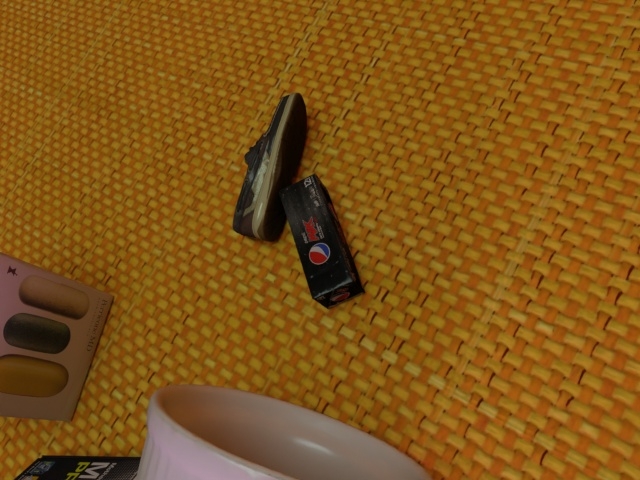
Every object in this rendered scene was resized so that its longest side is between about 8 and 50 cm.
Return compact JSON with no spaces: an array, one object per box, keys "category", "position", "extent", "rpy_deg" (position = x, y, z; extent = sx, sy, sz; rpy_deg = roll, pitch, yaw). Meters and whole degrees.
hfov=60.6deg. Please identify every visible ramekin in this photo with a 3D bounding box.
[{"category":"ramekin","position":[-0.044,0.246,0.517],"extent":[0.277,0.277,0.135],"rpy_deg":[15,83,27]}]

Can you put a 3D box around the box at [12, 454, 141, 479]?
[{"category":"box","position":[-0.318,0.349,0.602],"extent":[0.216,0.270,0.060],"rpy_deg":[-8,106,21]}]

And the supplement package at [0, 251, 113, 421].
[{"category":"supplement package","position":[-0.474,0.120,0.749],"extent":[0.198,0.263,0.199],"rpy_deg":[6,72,24]}]

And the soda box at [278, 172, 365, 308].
[{"category":"soda box","position":[0.000,0.000,0.718],"extent":[0.060,0.053,0.169],"rpy_deg":[-25,61,13]}]

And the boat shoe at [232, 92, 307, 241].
[{"category":"boat shoe","position":[-0.075,-0.110,0.781],"extent":[0.073,0.080,0.223],"rpy_deg":[7,77,20]}]
